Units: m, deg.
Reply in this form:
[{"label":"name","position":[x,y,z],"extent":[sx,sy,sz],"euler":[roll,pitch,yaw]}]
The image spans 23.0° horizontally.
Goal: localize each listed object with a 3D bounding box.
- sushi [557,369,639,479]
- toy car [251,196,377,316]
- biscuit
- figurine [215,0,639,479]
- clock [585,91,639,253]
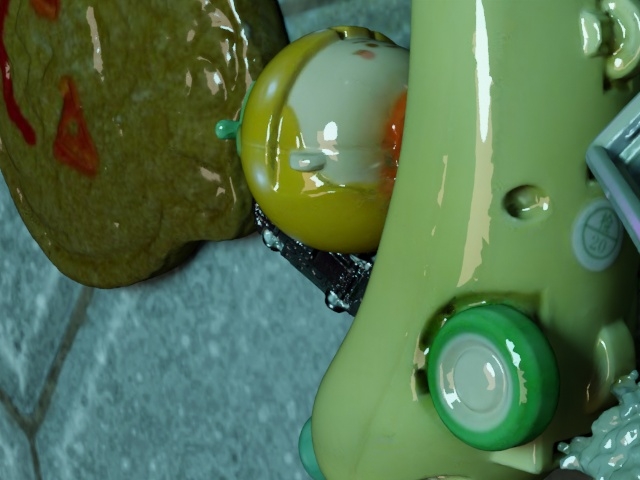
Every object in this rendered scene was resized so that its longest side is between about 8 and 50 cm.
[{"label":"sushi","position":[0.166,0.075,0.590],"extent":[0.226,0.103,0.097],"euler":[-47,50,23]},{"label":"toy car","position":[0.000,0.000,0.827],"extent":[0.093,0.025,0.041],"euler":[45,126,25]},{"label":"biscuit","position":[-0.122,-0.110,0.913],"extent":[0.257,0.049,0.273],"euler":[-10,93,46]},{"label":"figurine","position":[0.052,-0.028,0.708],"extent":[0.222,0.124,0.325],"euler":[13,105,47]},{"label":"clock","position":[0.165,-0.036,0.508],"extent":[0.071,0.192,0.147],"euler":[41,103,-8]}]
